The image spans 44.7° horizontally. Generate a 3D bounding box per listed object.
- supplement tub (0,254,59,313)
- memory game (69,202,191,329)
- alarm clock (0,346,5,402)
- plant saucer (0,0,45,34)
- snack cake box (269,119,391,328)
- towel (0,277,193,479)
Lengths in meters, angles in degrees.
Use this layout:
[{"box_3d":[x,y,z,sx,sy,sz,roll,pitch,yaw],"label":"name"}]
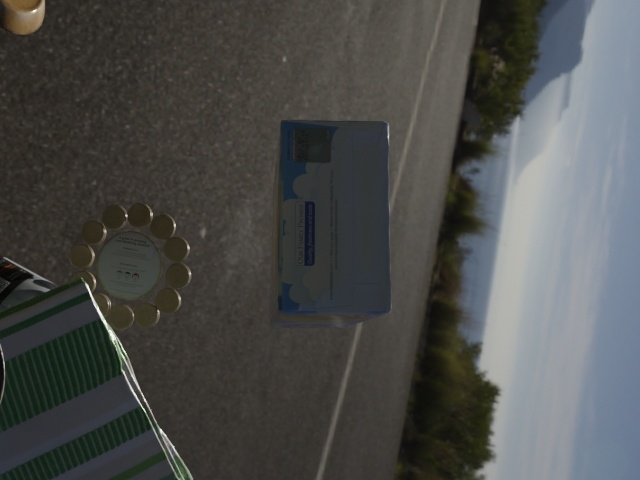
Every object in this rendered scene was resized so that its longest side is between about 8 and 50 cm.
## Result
[{"box_3d":[-0.540,0.082,1.097,0.194,0.316,0.193,-61,179,-1],"label":"supplement tub"},{"box_3d":[-0.273,0.037,1.112,0.012,0.186,0.186,13,86,-80],"label":"memory game"},{"box_3d":[-0.331,0.095,0.654,0.129,0.064,0.192,40,46,-58],"label":"alarm clock"},{"box_3d":[-0.244,-0.202,0.605,0.083,0.015,0.083,42,37,-43],"label":"plant saucer"},{"box_3d":[0.000,0.000,0.714,0.264,0.089,0.152,118,-28,-79],"label":"snack cake box"},{"box_3d":[-0.321,0.232,0.926,0.325,0.247,0.038,70,-12,-20],"label":"towel"}]
